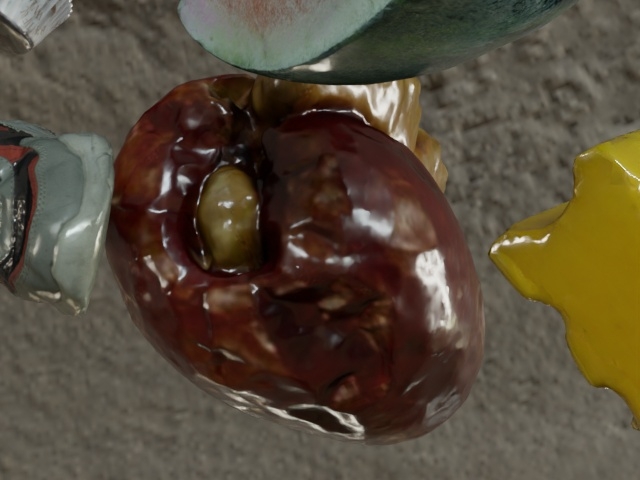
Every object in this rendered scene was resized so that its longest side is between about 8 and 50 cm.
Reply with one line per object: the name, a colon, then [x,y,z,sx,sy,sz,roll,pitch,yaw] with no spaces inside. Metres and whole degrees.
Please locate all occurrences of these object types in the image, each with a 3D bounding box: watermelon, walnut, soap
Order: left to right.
walnut: [0.000,0.000,1.038,0.222,0.243,0.269,10,162,28]
watermelon: [0.051,-0.174,0.792,0.175,0.321,0.188,23,141,-13]
soap: [0.255,0.019,0.841,0.324,0.204,0.096,-21,157,-50]

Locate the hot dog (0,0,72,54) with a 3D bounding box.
hot dog: [-0.295,-0.208,1.109,0.268,0.075,0.144,25,162,12]

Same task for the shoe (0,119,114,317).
shoe: [-0.196,-0.027,0.886,0.126,0.227,0.099,12,94,-30]
